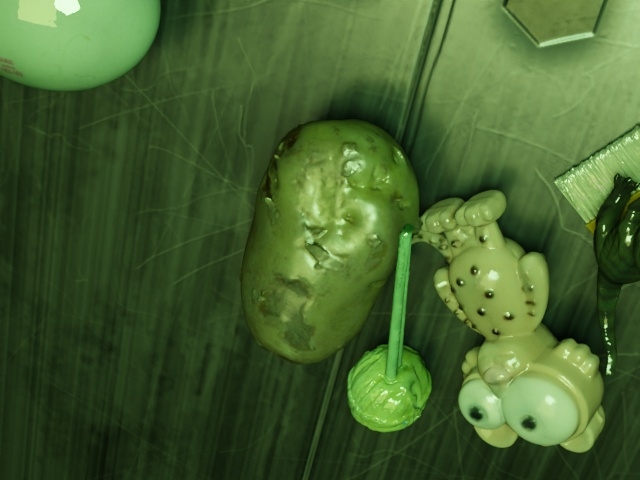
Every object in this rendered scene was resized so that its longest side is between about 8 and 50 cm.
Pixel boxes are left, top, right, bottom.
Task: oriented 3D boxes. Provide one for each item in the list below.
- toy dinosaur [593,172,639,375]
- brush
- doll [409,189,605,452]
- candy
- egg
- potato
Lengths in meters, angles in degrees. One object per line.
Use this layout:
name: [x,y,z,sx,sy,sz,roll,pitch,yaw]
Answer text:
toy dinosaur: [0.268,0.037,0.896,0.087,0.187,0.179,25,95,9]
brush: [0.344,0.021,0.955,0.103,0.013,0.272,-36,99,32]
doll: [0.180,0.087,0.996,0.154,0.119,0.278,-22,100,43]
candy: [0.075,0.089,0.984,0.093,0.092,0.335,-11,144,-9]
egg: [-0.277,-0.244,0.966,0.264,0.183,0.183,24,122,17]
potato: [0.000,0.000,0.991,0.165,0.165,0.262,28,117,6]
